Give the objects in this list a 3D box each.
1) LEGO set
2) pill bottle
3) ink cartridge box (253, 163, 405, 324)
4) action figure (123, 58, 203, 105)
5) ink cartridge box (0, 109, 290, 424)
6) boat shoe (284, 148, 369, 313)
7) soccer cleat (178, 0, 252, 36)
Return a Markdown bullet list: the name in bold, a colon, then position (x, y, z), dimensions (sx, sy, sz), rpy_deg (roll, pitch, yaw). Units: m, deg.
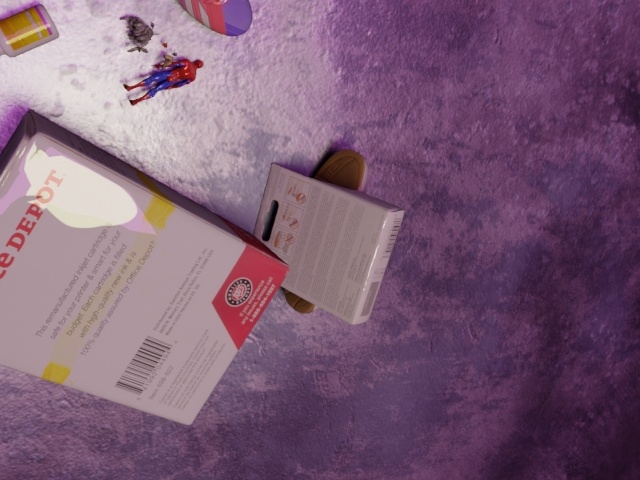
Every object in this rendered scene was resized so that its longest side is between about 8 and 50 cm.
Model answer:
- **LEGO set**: position (-0.225, -0.265, 0.836), dimensions (0.083, 0.023, 0.054), rpy_deg (22, 75, -24)
- **pill bottle**: position (-0.364, -0.249, 0.770), dimensions (0.083, 0.043, 0.043), rpy_deg (-30, 121, -14)
- **ink cartridge box**: position (0.000, 0.000, 0.978), dimensions (0.056, 0.225, 0.180), rpy_deg (-2, 113, -54)
- **action figure**: position (-0.211, -0.221, 0.870), dimensions (0.115, 0.030, 0.038), rpy_deg (-29, 126, -20)
- **ink cartridge box**: position (-0.283, 0.046, 0.863), dimensions (0.385, 0.160, 0.279), rpy_deg (31, 94, -34)
- **boat shoe**: position (0.023, -0.014, 1.046), dimensions (0.096, 0.098, 0.277), rpy_deg (2, 113, -50)
- **soccer cleat**: position (-0.164, -0.359, 0.797), dimensions (0.083, 0.095, 0.248), rpy_deg (-41, 123, -7)
